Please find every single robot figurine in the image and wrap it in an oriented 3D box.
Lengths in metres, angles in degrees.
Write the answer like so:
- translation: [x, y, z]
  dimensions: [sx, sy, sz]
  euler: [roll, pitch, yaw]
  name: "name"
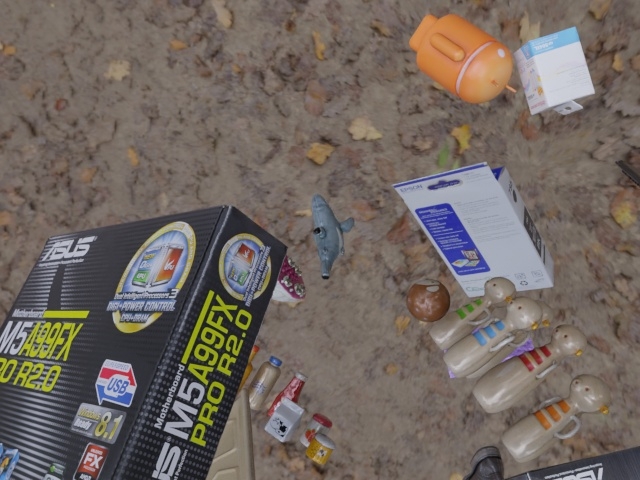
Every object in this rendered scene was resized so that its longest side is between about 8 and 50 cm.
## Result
- translation: [0.275, -0.346, 1.233]
  dimensions: [0.128, 0.158, 0.219]
  euler: [-38, 62, -14]
  name: "robot figurine"

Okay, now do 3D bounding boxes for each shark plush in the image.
- translation: [0.000, 0.000, 1.029]
  dimensions: [0.073, 0.161, 0.067]
  euler: [-9, 135, 27]
  name: "shark plush"

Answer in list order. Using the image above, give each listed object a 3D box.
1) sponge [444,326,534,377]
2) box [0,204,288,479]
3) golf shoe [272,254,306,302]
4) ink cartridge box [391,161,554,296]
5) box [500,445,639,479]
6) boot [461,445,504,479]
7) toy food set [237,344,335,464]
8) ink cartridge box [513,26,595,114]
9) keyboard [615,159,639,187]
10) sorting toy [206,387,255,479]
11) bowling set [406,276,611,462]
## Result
- translation: [0.409, 0.262, 1.579]
  dimensions: [0.210, 0.117, 0.031]
  euler: [-15, 127, 10]
  name: "sponge"
- translation: [-0.164, 0.092, 0.464]
  dimensions: [0.270, 0.060, 0.216]
  euler: [-5, 58, 44]
  name: "box"
- translation: [-0.148, 0.074, 1.390]
  dimensions: [0.140, 0.306, 0.115]
  euler: [-26, 58, 22]
  name: "golf shoe"
- translation: [0.269, -0.025, 1.100]
  dimensions: [0.166, 0.065, 0.332]
  euler: [-10, 138, 32]
  name: "ink cartridge box"
- translation: [0.281, 0.258, 0.515]
  dimensions: [0.231, 0.056, 0.182]
  euler: [-5, 63, -16]
  name: "box"
- translation: [0.420, 0.661, 1.571]
  dimensions: [0.091, 0.229, 0.262]
  euler: [-3, 124, -4]
  name: "boot"
- translation: [-0.056, 0.280, 1.131]
  dimensions: [0.232, 0.111, 0.104]
  euler: [29, 88, 21]
  name: "toy food set"
- translation: [0.431, -0.301, 1.189]
  dimensions: [0.090, 0.092, 0.143]
  euler: [-17, 92, -1]
  name: "ink cartridge box"
- translation: [0.622, -0.046, 1.081]
  dimensions: [0.202, 0.317, 0.033]
  euler: [25, 114, -4]
  name: "keyboard"
- translation: [-0.169, 0.325, 0.937]
  dimensions: [0.041, 0.307, 0.229]
  euler: [38, 105, -23]
  name: "sorting toy"
- translation: [0.218, 0.105, 0.780]
  dimensions: [0.154, 0.287, 0.199]
  euler: [-37, 104, 6]
  name: "bowling set"
